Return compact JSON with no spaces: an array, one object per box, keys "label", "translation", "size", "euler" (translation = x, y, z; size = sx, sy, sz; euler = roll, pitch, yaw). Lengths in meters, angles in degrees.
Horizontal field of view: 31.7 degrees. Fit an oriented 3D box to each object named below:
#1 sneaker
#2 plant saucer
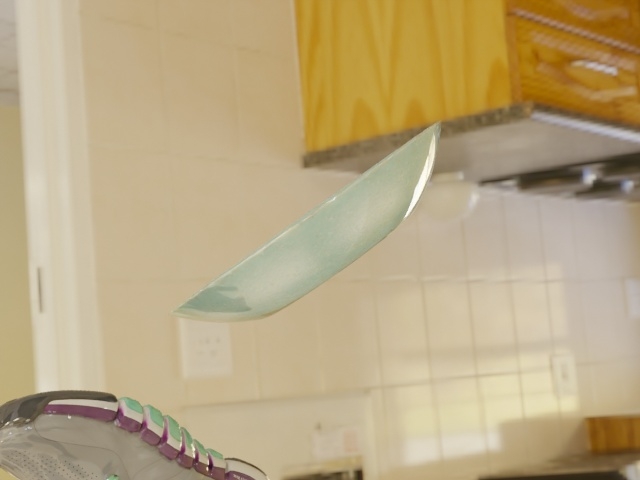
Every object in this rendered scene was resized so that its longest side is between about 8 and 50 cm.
[{"label":"sneaker","translation":[-0.104,0.164,0.676],"size":[0.083,0.098,0.224],"euler":[-33,136,27]},{"label":"plant saucer","translation":[0.000,0.000,0.659],"size":[0.195,0.037,0.195],"euler":[-35,-178,2]}]
